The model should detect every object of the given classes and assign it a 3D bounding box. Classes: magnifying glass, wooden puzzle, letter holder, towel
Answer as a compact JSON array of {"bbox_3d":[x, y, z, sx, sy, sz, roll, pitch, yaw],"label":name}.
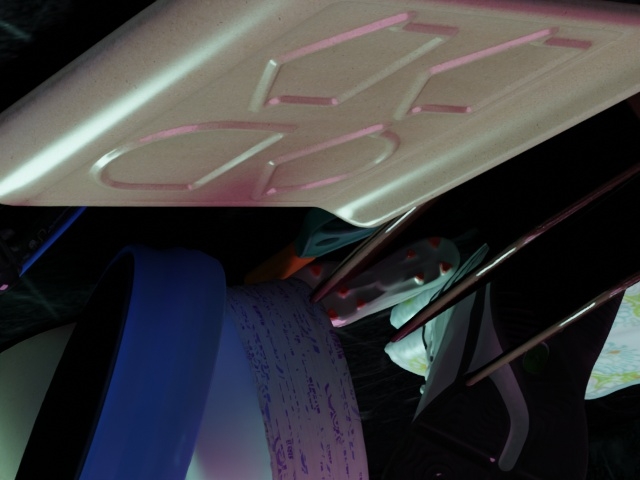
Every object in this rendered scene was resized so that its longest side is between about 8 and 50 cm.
[{"bbox_3d":[0.000,0.000,1.663,0.092,0.026,0.231,-5,164,-36],"label":"magnifying glass"},{"bbox_3d":[-0.002,-0.103,1.165,0.347,0.081,0.322,5,156,-43],"label":"wooden puzzle"},{"bbox_3d":[0.141,0.019,1.490,0.214,0.152,0.302,-30,174,-25],"label":"letter holder"},{"bbox_3d":[0.301,0.085,2.032,0.320,0.090,0.374,14,151,-38],"label":"towel"}]

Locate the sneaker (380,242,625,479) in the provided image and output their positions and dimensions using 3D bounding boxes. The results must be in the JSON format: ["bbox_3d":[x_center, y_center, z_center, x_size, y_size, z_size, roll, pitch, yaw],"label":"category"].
[{"bbox_3d":[0.155,0.174,1.769,0.169,0.448,0.257,25,166,-3],"label":"sneaker"}]

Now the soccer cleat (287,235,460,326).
[{"bbox_3d":[0.042,0.045,1.802,0.196,0.068,0.076,-16,170,-6],"label":"soccer cleat"}]

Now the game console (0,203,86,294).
[{"bbox_3d":[-0.346,-0.011,1.260,0.293,0.173,0.250,-20,-164,21],"label":"game console"}]

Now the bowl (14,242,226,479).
[{"bbox_3d":[-0.186,0.184,1.512,0.077,0.391,0.391,20,156,-13],"label":"bowl"}]

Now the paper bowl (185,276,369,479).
[{"bbox_3d":[-0.065,0.181,1.658,0.148,0.284,0.284,-8,165,-16],"label":"paper bowl"}]

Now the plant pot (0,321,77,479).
[{"bbox_3d":[-0.200,0.252,1.829,0.256,0.274,0.256,-15,153,-8],"label":"plant pot"}]
